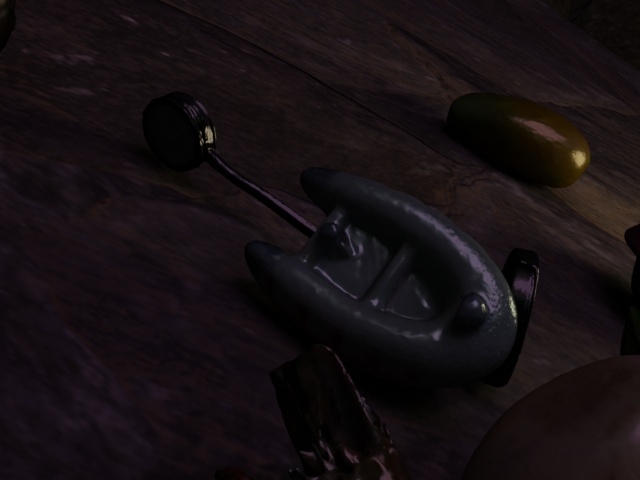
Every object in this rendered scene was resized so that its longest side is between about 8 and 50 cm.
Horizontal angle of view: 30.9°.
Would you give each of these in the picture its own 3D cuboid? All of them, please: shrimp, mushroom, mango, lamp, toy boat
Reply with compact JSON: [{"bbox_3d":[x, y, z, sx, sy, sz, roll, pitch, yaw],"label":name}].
[{"bbox_3d":[0.002,0.165,0.556,0.173,0.058,0.253,6,51,-45],"label":"shrimp"},{"bbox_3d":[0.168,0.177,0.671,0.206,0.209,0.206,15,55,-23],"label":"mushroom"},{"bbox_3d":[0.259,-0.137,1.518,0.195,0.091,0.130,20,25,-3],"label":"mango"},{"bbox_3d":[0.023,-0.018,0.975,0.371,0.130,0.108,29,44,18],"label":"lamp"},{"bbox_3d":[0.049,0.027,0.848,0.208,0.134,0.079,35,-20,14],"label":"toy boat"}]

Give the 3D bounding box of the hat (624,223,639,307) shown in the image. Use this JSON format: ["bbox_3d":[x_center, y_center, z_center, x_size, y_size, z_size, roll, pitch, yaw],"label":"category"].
[{"bbox_3d":[0.407,0.060,1.284,0.205,0.089,0.205,30,19,-12],"label":"hat"}]

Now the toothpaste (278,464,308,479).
[{"bbox_3d":[-0.037,0.177,0.570,0.056,0.036,0.205,37,26,3],"label":"toothpaste"}]

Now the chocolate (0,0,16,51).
[{"bbox_3d":[-0.332,-0.154,0.640,0.284,0.283,0.186,33,41,7],"label":"chocolate"}]

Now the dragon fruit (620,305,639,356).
[{"bbox_3d":[0.371,0.127,0.909,0.293,0.233,0.233,3,31,-17],"label":"dragon fruit"}]
